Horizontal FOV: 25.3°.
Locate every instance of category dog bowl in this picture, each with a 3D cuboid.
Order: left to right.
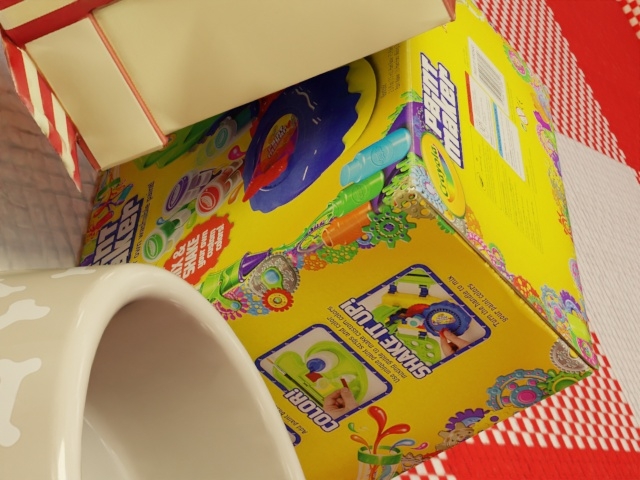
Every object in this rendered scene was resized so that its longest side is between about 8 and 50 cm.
[{"bbox_3d":[-0.084,0.169,0.656,0.349,0.102,0.348,-16,90,-75],"label":"dog bowl"}]

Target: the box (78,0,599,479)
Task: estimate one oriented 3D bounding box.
[{"bbox_3d":[0.000,0.000,0.924,0.177,0.279,0.290,43,28,-28],"label":"box"}]

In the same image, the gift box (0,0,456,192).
[{"bbox_3d":[-0.074,-0.190,0.812,0.255,0.258,0.276,-76,144,-61],"label":"gift box"}]
